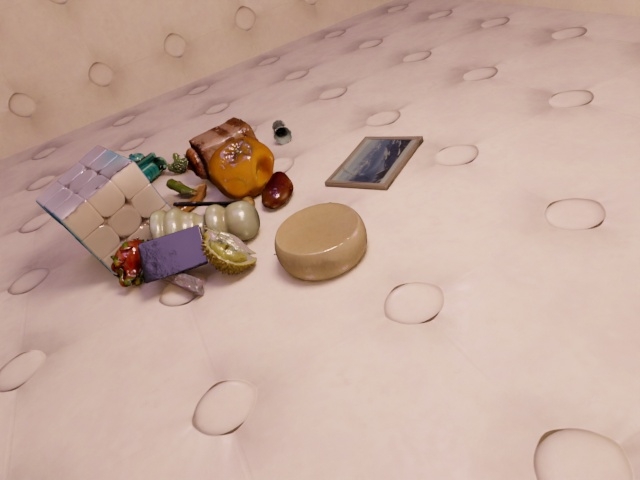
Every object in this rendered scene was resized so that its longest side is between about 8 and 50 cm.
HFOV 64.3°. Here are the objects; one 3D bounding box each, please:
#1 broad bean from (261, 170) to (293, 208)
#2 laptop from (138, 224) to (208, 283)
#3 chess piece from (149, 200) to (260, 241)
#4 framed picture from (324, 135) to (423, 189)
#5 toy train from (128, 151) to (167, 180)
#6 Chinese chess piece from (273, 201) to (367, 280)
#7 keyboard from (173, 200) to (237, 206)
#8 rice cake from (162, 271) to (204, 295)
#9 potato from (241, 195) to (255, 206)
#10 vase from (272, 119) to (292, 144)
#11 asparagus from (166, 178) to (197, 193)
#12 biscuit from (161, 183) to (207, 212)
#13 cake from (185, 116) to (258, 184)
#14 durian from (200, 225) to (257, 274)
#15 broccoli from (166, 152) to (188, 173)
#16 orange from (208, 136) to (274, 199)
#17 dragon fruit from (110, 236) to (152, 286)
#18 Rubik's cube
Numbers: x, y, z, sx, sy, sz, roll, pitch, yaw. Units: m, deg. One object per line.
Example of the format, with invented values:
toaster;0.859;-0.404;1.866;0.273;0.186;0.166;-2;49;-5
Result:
broad bean;-0.153;-0.174;1.789;0.114;0.084;0.165;-14;37;37
laptop;-0.441;0.041;1.525;0.197;0.016;0.135;-17;68;-2
chess piece;-0.360;-0.043;1.639;0.330;0.183;0.182;-12;34;1
framed picture;0.196;-0.286;1.830;0.247;0.022;0.335;8;43;34
toy train;-0.799;-0.276;2.209;0.194;0.120;0.298;13;45;27
Chinese chess piece;0.000;0.000;1.454;0.273;0.102;0.273;-11;35;8
keyboard;-0.396;-0.127;1.770;0.106;0.016;0.262;0;4;24
rice cake;-0.439;0.112;1.548;0.269;0.055;0.049;15;86;39
potato;-0.256;-0.128;1.806;0.051;0.040;0.083;-29;33;2
vase;-0.175;-0.482;2.233;0.081;0.081;0.149;-19;31;-1
asparagus;-0.535;-0.200;1.967;0.178;0.041;0.045;24;76;40
biscuit;-0.590;-0.126;1.960;0.308;0.040;0.205;-14;34;8
cake;-0.398;-0.342;2.032;0.292;0.196;0.198;-29;37;-17
durian;-0.297;0.030;1.513;0.208;0.102;0.146;45;28;21
broccoli;-0.620;-0.337;2.224;0.095;0.092;0.097;-23;5;-31
orange;-0.296;-0.280;1.869;0.248;0.183;0.249;-2;52;2
dragon fruit;-0.598;0.079;1.629;0.142;0.138;0.175;-35;53;20
Rubik's cube;-0.714;-0.104;1.727;0.290;0.292;0.291;25;65;43
